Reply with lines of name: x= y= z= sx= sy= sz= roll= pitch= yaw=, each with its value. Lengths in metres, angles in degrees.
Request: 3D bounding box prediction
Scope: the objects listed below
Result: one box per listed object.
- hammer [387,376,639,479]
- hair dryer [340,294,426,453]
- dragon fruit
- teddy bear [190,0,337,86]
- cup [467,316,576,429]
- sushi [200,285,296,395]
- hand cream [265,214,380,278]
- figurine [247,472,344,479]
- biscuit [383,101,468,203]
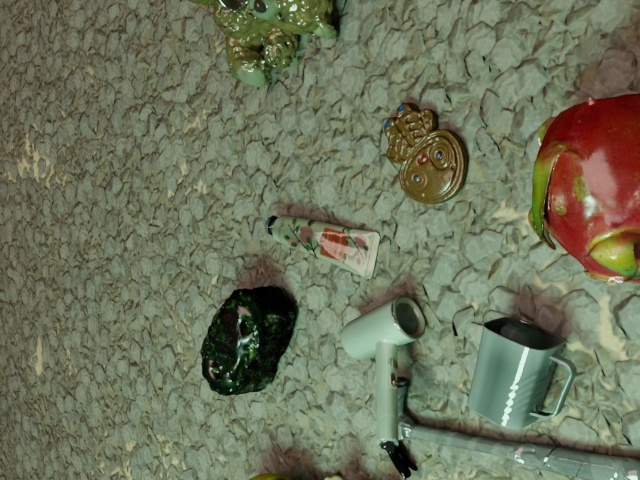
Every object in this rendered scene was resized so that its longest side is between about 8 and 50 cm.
hammer: x=0.256 y=0.289 z=1.056 sx=0.427 sy=0.044 sz=0.152 roll=-3 pitch=90 yaw=43
hair dryer: x=0.097 y=0.213 z=1.135 sx=0.131 sy=0.073 sz=0.236 roll=-33 pitch=46 yaw=40
dragon fruit: x=0.348 y=-0.058 z=0.851 sx=0.224 sy=0.224 sz=0.227 roll=4 pitch=97 yaw=43
teddy bear: x=-0.088 y=-0.413 z=1.277 sx=0.256 sy=0.156 sz=0.267 roll=4 pitch=134 yaw=44
cup: x=0.276 y=0.181 z=0.999 sx=0.128 sy=0.095 sz=0.129 roll=23 pitch=110 yaw=38
sushi: x=-0.142 y=0.187 z=1.369 sx=0.124 sy=0.127 sz=0.225 roll=43 pitch=121 yaw=33
hand cream: x=0.000 y=0.000 z=1.288 sx=0.234 sy=0.050 sz=0.080 roll=16 pitch=99 yaw=35
figurine: x=-0.021 y=0.500 z=1.237 sx=0.344 sy=0.187 sz=0.215 roll=-15 pitch=72 yaw=37
biscuit: x=0.156 y=-0.134 z=1.142 sx=0.124 sy=0.026 sz=0.175 roll=-49 pitch=60 yaw=32
